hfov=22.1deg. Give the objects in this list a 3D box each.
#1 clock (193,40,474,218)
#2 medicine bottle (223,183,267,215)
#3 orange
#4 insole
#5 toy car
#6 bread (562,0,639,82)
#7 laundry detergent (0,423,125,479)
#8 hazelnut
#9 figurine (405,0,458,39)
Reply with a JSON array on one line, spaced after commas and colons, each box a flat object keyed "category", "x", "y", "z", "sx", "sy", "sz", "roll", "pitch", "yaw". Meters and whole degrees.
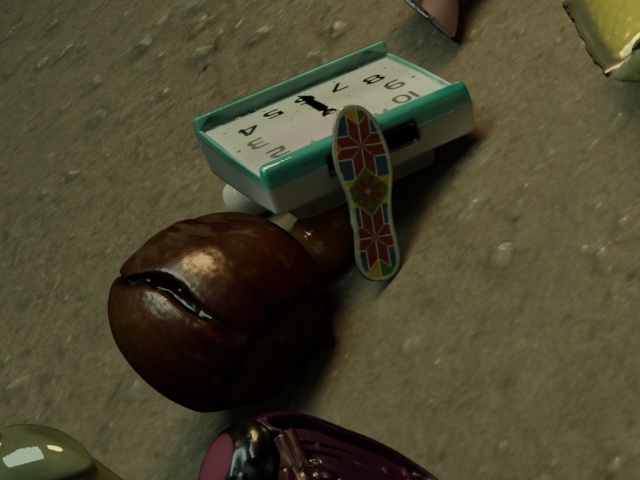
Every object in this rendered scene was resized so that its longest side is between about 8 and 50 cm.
[{"category": "clock", "x": 0.017, "y": -0.114, "z": 1.884, "sx": 0.262, "sy": 0.116, "sz": 0.231, "roll": -25, "pitch": 28, "yaw": -16}, {"category": "medicine bottle", "x": -0.073, "y": -0.066, "z": 2.066, "sx": 0.089, "sy": 0.057, "sz": 0.057, "roll": -28, "pitch": 33, "yaw": 33}, {"category": "orange", "x": 0.000, "y": 0.000, "z": 1.861, "sx": 0.083, "sy": 0.070, "sz": 0.083, "roll": -38, "pitch": 24, "yaw": 20}, {"category": "insole", "x": 0.050, "y": -0.051, "z": 1.763, "sx": 0.065, "sy": 0.193, "sz": 0.006, "roll": -9, "pitch": 2, "yaw": -17}, {"category": "toy car", "x": 0.006, "y": 0.304, "z": 1.282, "sx": 0.240, "sy": 0.271, "sz": 0.340, "roll": -60, "pitch": 24, "yaw": 16}, {"category": "bread", "x": 0.385, "y": -0.365, "z": 1.543, "sx": 0.346, "sy": 0.242, "sz": 0.405, "roll": -114, "pitch": 38, "yaw": -66}, {"category": "laundry detergent", "x": -0.268, "y": 0.267, "z": 1.686, "sx": 0.181, "sy": 0.253, "sz": 0.091, "roll": -21, "pitch": 36, "yaw": 40}, {"category": "hazelnut", "x": -0.113, "y": 0.078, "z": 1.771, "sx": 0.218, "sy": 0.218, "sz": 0.234, "roll": -15, "pitch": 10, "yaw": 46}, {"category": "figurine", "x": 0.218, "y": -0.398, "z": 1.980, "sx": 0.315, "sy": 0.206, "sz": 0.284, "roll": -50, "pitch": 21, "yaw": 8}]
